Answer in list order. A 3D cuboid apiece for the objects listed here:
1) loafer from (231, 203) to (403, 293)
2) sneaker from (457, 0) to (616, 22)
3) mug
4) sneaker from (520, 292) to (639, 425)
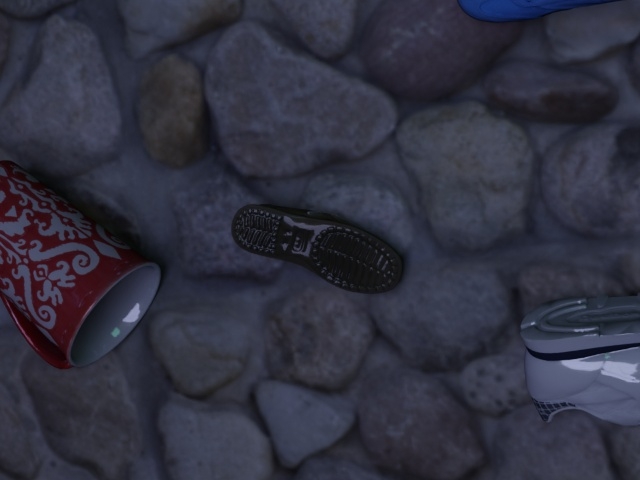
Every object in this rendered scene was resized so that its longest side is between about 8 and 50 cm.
[{"bbox_3d":[0.000,0.000,1.505,0.148,0.050,0.056,22,107,1],"label":"loafer"},{"bbox_3d":[0.197,-0.212,1.386,0.209,0.082,0.069,-8,95,23],"label":"sneaker"},{"bbox_3d":[-0.248,0.029,1.572,0.169,0.113,0.150,39,106,16],"label":"mug"},{"bbox_3d":[0.275,0.096,1.401,0.235,0.090,0.095,-1,114,22],"label":"sneaker"}]
